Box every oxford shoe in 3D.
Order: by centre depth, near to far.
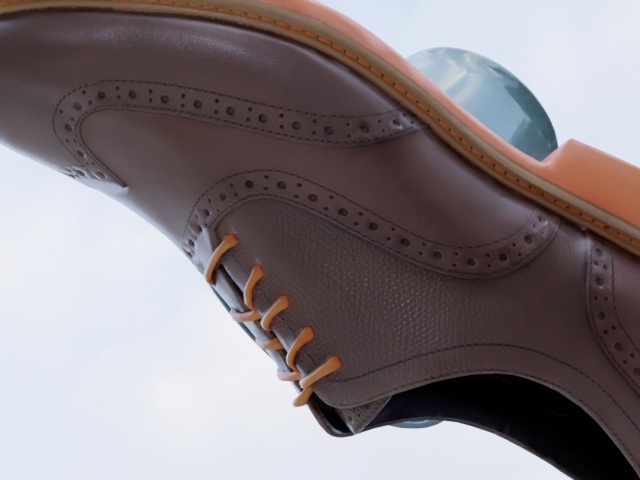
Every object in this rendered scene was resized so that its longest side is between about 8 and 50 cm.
[{"bbox_3d":[0.000,0.000,0.362,0.364,0.132,0.130,21,-25,0],"label":"oxford shoe"}]

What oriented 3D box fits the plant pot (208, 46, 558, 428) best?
[{"bbox_3d":[0.068,-0.024,0.763,0.272,0.255,0.271,30,-33,22],"label":"plant pot"}]
